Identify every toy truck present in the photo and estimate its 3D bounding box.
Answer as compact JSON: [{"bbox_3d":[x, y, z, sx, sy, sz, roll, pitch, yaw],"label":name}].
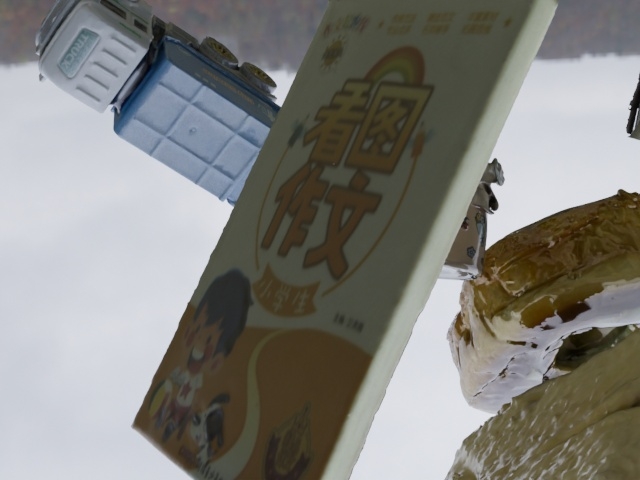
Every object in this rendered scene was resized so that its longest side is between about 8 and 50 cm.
[{"bbox_3d":[-0.178,-0.183,1.436,0.367,0.146,0.175,31,-161,-22],"label":"toy truck"}]

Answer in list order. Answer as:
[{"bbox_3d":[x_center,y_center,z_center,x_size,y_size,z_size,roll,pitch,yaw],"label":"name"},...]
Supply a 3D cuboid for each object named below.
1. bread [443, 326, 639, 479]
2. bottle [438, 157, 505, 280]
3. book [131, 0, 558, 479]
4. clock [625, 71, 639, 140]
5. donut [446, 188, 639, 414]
[{"bbox_3d":[0.289,0.307,0.969,0.390,0.371,0.279,-46,-174,48],"label":"bread"},{"bbox_3d":[0.129,-0.041,1.145,0.099,0.152,0.099,10,169,2],"label":"bottle"},{"bbox_3d":[0.000,0.000,0.617,0.020,0.295,0.208,27,175,-30],"label":"book"},{"bbox_3d":[0.364,-0.190,1.082,0.071,0.147,0.192,17,156,2],"label":"clock"},{"bbox_3d":[0.290,0.073,1.313,0.330,0.330,0.160,-12,-120,-23],"label":"donut"}]
